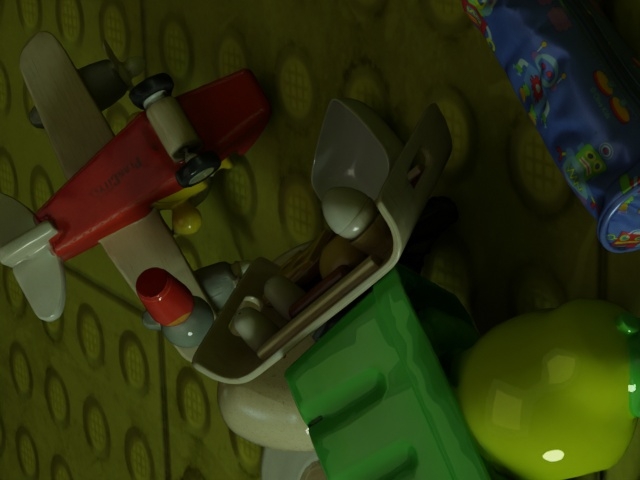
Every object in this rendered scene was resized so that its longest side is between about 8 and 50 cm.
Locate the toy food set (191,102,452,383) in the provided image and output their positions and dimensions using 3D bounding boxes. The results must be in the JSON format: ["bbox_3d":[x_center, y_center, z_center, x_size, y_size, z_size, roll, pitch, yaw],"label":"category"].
[{"bbox_3d":[0.000,0.000,1.878,0.092,0.220,0.306,44,124,-10],"label":"toy food set"}]

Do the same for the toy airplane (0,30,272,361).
[{"bbox_3d":[-0.246,-0.059,2.357,0.384,0.272,0.386,13,99,24],"label":"toy airplane"}]

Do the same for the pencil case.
[{"bbox_3d":[0.241,-0.142,1.635,0.133,0.119,0.306,100,147,-61],"label":"pencil case"}]

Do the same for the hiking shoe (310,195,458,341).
[{"bbox_3d":[0.082,0.047,1.980,0.114,0.086,0.227,46,110,-3],"label":"hiking shoe"}]

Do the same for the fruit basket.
[{"bbox_3d":[0.188,0.182,1.779,0.392,0.283,0.392,-5,76,21],"label":"fruit basket"}]

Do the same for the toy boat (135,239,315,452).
[{"bbox_3d":[-0.067,0.109,2.134,0.318,0.267,0.148,15,160,26],"label":"toy boat"}]

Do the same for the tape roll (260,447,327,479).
[{"bbox_3d":[0.050,0.360,2.187,0.392,0.072,0.392,29,125,53],"label":"tape roll"}]

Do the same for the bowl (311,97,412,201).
[{"bbox_3d":[0.053,-0.080,2.049,0.142,0.053,0.142,52,141,39],"label":"bowl"}]
